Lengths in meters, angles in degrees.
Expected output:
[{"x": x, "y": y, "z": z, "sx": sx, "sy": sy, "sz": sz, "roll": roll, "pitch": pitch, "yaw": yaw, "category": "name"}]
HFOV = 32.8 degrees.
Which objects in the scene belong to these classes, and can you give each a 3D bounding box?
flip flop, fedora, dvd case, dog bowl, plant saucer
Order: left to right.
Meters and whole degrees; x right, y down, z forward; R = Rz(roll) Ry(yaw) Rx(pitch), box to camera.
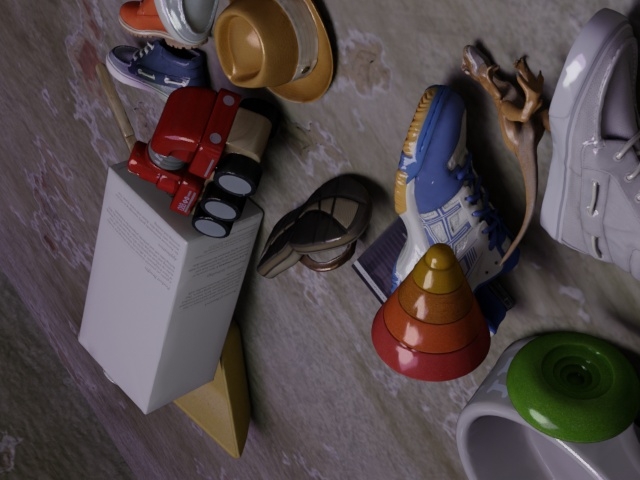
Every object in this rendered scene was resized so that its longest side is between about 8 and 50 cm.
[{"x": -0.239, "y": 0.187, "z": 1.970, "sx": 0.333, "sy": 0.081, "sz": 0.333, "roll": 36, "pitch": 146, "yaw": 34, "category": "plant saucer"}, {"x": -0.069, "y": -0.231, "z": 1.263, "sx": 0.194, "sy": 0.079, "sz": 0.194, "roll": 39, "pitch": 148, "yaw": 30, "category": "fedora"}, {"x": 0.000, "y": 0.000, "z": 1.388, "sx": 0.080, "sy": 0.112, "sz": 0.277, "roll": 34, "pitch": 153, "yaw": -13, "category": "flip flop"}, {"x": 0.129, "y": 0.052, "z": 1.314, "sx": 0.164, "sy": 0.018, "sz": 0.221, "roll": 51, "pitch": 151, "yaw": 6, "category": "dvd case"}, {"x": 0.288, "y": 0.275, "z": 1.183, "sx": 0.349, "sy": 0.102, "sz": 0.349, "roll": 44, "pitch": 156, "yaw": 26, "category": "dog bowl"}]

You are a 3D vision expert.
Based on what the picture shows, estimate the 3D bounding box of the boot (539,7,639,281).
[{"x": 0.263, "y": -0.071, "z": 0.917, "sx": 0.123, "sy": 0.095, "sz": 0.258, "roll": 32, "pitch": 153, "yaw": 27, "category": "boot"}]

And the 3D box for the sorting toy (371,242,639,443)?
[{"x": 0.220, "y": 0.092, "z": 1.011, "sx": 0.365, "sy": 0.127, "sz": 0.126, "roll": 20, "pitch": 137, "yaw": 20, "category": "sorting toy"}]

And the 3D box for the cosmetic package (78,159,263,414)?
[{"x": -0.240, "y": 0.062, "z": 1.666, "sx": 0.197, "sy": 0.155, "sz": 0.365, "roll": 42, "pitch": 134, "yaw": 25, "category": "cosmetic package"}]

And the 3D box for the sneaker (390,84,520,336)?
[{"x": 0.150, "y": -0.025, "z": 1.140, "sx": 0.131, "sy": 0.112, "sz": 0.296, "roll": 13, "pitch": 130, "yaw": 19, "category": "sneaker"}]

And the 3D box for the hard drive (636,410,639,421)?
[{"x": 0.369, "y": 0.169, "z": 1.056, "sx": 0.094, "sy": 0.022, "sz": 0.135, "roll": 46, "pitch": 151, "yaw": 17, "category": "hard drive"}]

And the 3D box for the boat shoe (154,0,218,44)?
[{"x": -0.138, "y": -0.331, "z": 1.219, "sx": 0.081, "sy": 0.079, "sz": 0.227, "roll": 20, "pitch": 115, "yaw": 47, "category": "boat shoe"}]

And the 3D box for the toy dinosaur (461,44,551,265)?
[{"x": 0.189, "y": -0.097, "z": 1.002, "sx": 0.112, "sy": 0.064, "sz": 0.211, "roll": 129, "pitch": 134, "yaw": -57, "category": "toy dinosaur"}]

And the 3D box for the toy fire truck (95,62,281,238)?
[{"x": -0.195, "y": -0.142, "z": 1.422, "sx": 0.246, "sy": 0.158, "sz": 0.217, "roll": 21, "pitch": 153, "yaw": -10, "category": "toy fire truck"}]

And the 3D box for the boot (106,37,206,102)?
[{"x": -0.228, "y": -0.253, "z": 1.517, "sx": 0.190, "sy": 0.069, "sz": 0.086, "roll": 29, "pitch": 135, "yaw": 28, "category": "boot"}]

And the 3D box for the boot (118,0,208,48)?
[{"x": -0.213, "y": -0.310, "z": 1.437, "sx": 0.158, "sy": 0.059, "sz": 0.084, "roll": 19, "pitch": 132, "yaw": 37, "category": "boot"}]
